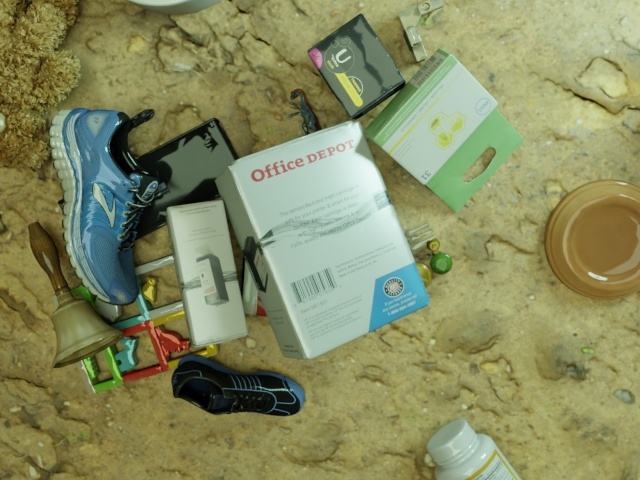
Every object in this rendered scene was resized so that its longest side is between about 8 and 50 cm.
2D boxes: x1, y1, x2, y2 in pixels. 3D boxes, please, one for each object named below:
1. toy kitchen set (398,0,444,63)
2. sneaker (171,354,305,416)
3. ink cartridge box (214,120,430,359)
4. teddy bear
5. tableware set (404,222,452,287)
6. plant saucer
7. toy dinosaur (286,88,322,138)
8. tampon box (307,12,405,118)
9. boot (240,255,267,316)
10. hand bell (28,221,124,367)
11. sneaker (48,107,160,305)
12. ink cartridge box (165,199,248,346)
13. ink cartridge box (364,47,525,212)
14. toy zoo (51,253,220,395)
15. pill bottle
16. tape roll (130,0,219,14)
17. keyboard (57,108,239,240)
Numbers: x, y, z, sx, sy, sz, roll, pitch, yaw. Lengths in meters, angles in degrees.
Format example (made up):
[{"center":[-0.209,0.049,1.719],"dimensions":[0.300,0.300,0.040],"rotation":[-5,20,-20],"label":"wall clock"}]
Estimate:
[{"center":[0.170,-0.336,1.239],"dimensions":[0.075,0.068,0.083],"rotation":[-22,96,8],"label":"toy kitchen set"},{"center":[-0.140,0.265,1.325],"dimensions":[0.232,0.090,0.081],"rotation":[15,112,-6],"label":"sneaker"},{"center":[0.000,0.000,1.209],"dimensions":[0.223,0.129,0.307],"rotation":[-22,91,-20],"label":"ink cartridge box"},{"center":[-0.506,-0.289,1.287],"dimensions":[0.245,0.113,0.338],"rotation":[30,99,3],"label":"teddy bear"},{"center":[0.139,0.042,1.319],"dimensions":[0.154,0.024,0.104],"rotation":[-28,98,7],"label":"tableware set"},{"center":[0.470,0.001,1.274],"dimensions":[0.200,0.037,0.200],"rotation":[1,97,6],"label":"plant saucer"},{"center":[-0.024,-0.210,1.300],"dimensions":[0.090,0.047,0.082],"rotation":[5,85,-33],"label":"toy dinosaur"},{"center":[0.058,-0.264,1.212],"dimensions":[0.101,0.161,0.120],"rotation":[-34,93,9],"label":"tampon box"},{"center":[-0.040,0.006,1.307],"dimensions":[0.176,0.088,0.244],"rotation":[3,91,-9],"label":"boot"},{"center":[-0.439,0.079,1.317],"dimensions":[0.126,0.126,0.242],"rotation":[-29,82,8],"label":"hand bell"},{"center":[-0.334,-0.054,1.266],"dimensions":[0.147,0.130,0.330],"rotation":[-7,100,6],"label":"sneaker"},{"center":[-0.186,0.052,1.258],"dimensions":[0.092,0.158,0.218],"rotation":[-9,90,-12],"label":"ink cartridge box"},{"center":[0.207,-0.157,1.215],"dimensions":[0.235,0.056,0.171],"rotation":[38,100,-28],"label":"ink cartridge box"},{"center":[-0.303,0.138,1.366],"dimensions":[0.293,0.030,0.192],"rotation":[-18,95,7],"label":"toy zoo"},{"center":[0.271,0.409,1.307],"dimensions":[0.117,0.117,0.215],"rotation":[-36,93,9],"label":"pill bottle"},{"center":[-0.243,-0.509,1.238],"dimensions":[0.286,0.100,0.286],"rotation":[1,97,5],"label":"tape roll"},{"center":[-0.305,-0.119,1.333],"dimensions":[0.317,0.033,0.202],"rotation":[-26,100,7],"label":"keyboard"}]
